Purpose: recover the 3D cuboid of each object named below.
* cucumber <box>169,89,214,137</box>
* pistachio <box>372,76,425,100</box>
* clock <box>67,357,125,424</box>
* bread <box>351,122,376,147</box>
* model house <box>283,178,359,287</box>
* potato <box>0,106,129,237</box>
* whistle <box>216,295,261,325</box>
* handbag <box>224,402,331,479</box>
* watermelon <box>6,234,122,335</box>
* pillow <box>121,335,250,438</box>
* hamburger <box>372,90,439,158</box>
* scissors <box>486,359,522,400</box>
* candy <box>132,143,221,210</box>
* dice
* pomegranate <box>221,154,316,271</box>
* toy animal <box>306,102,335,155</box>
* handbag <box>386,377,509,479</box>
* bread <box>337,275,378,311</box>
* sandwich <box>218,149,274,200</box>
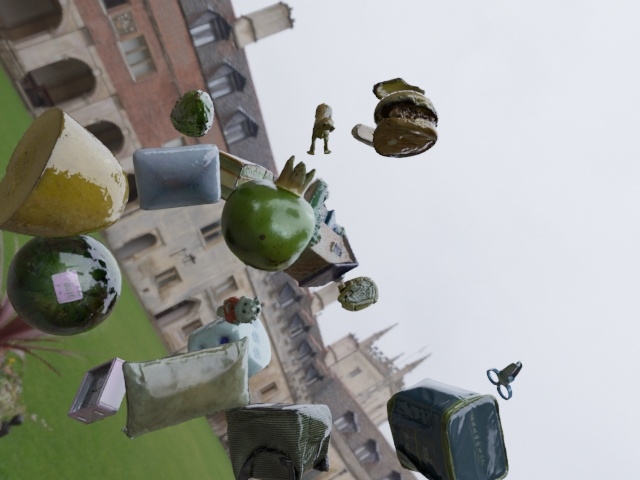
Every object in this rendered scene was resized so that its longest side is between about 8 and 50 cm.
[{"bbox_3d":[-0.382,-0.400,1.636,0.134,0.134,0.244,64,-16,-5],"label":"cucumber"},{"bbox_3d":[0.256,-0.488,1.766,0.049,0.173,0.089,55,44,-82],"label":"pistachio"},{"bbox_3d":[-0.621,0.426,1.521,0.197,0.150,0.063,-26,-51,38],"label":"clock"},{"bbox_3d":[0.178,-0.371,1.942,0.053,0.214,0.072,-12,-100,39],"label":"bread"},{"bbox_3d":[0.000,0.000,1.846,0.280,0.312,0.245,40,-49,-18],"label":"model house"},{"bbox_3d":[-0.365,-0.078,0.796,0.158,0.178,0.203,33,13,-38],"label":"potato"},{"bbox_3d":[-0.301,0.256,1.979,0.253,0.101,0.105,-8,-58,46],"label":"whistle"},{"bbox_3d":[-0.135,0.648,1.742,0.247,0.341,0.239,15,68,-60],"label":"handbag"},{"bbox_3d":[-0.798,0.131,1.691,0.363,0.364,0.363,53,-19,27],"label":"watermelon"},{"bbox_3d":[-0.301,0.332,1.231,0.075,0.303,0.184,21,-66,56],"label":"pillow"},{"bbox_3d":[0.209,-0.285,1.338,0.186,0.177,0.113,27,55,-55],"label":"hamburger"},{"bbox_3d":[0.653,0.476,1.888,0.125,0.030,0.256,59,-17,27],"label":"scissors"},{"bbox_3d":[-0.301,-0.132,1.142,0.071,0.175,0.137,-124,-149,-55],"label":"candy"},{"bbox_3d":[-0.387,0.461,2.310,0.262,0.265,0.268,66,15,-1],"label":"dice"},{"bbox_3d":[-0.160,-0.091,1.578,0.216,0.358,0.310,21,11,-35],"label":"pomegranate"},{"bbox_3d":[0.012,-0.339,1.535,0.136,0.073,0.181,99,2,-51],"label":"toy animal"},{"bbox_3d":[0.329,0.514,1.426,0.241,0.223,0.262,-7,-85,61],"label":"handbag"},{"bbox_3d":[0.134,0.194,1.951,0.117,0.157,0.064,65,-18,14],"label":"bread"},{"bbox_3d":[-0.310,-0.221,1.893,0.199,0.155,0.227,25,6,23],"label":"sandwich"}]
